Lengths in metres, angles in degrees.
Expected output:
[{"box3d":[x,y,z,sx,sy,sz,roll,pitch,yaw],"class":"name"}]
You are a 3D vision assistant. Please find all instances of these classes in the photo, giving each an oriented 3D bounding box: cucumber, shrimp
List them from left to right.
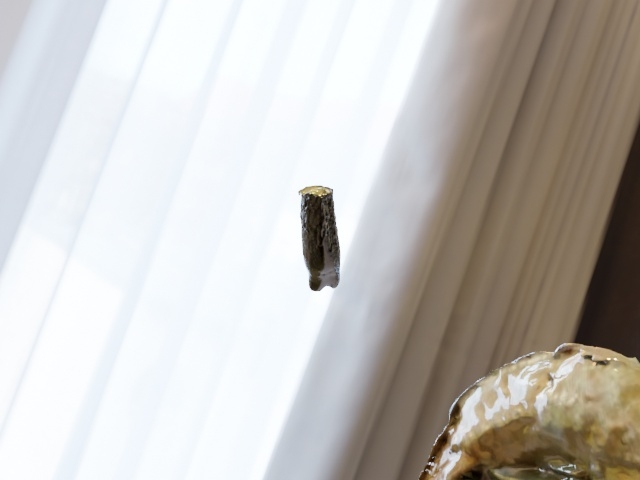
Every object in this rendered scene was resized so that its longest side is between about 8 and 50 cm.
[{"box3d":[0.000,0.002,1.045,0.033,0.034,0.135,4,-46,9],"class":"cucumber"},{"box3d":[0.128,0.218,0.934,0.110,0.221,0.446,-3,-18,-45],"class":"shrimp"}]
